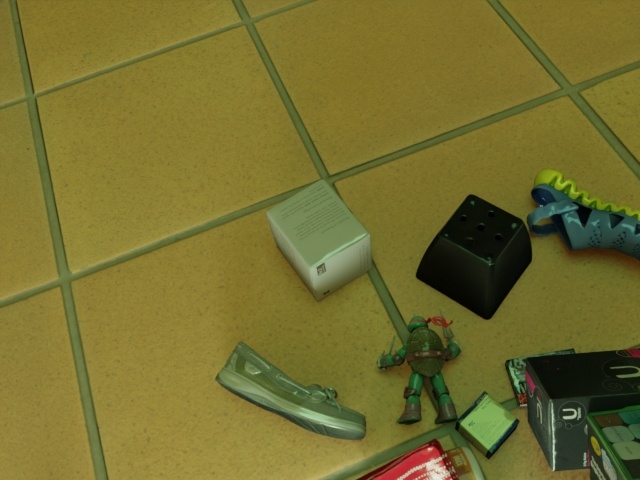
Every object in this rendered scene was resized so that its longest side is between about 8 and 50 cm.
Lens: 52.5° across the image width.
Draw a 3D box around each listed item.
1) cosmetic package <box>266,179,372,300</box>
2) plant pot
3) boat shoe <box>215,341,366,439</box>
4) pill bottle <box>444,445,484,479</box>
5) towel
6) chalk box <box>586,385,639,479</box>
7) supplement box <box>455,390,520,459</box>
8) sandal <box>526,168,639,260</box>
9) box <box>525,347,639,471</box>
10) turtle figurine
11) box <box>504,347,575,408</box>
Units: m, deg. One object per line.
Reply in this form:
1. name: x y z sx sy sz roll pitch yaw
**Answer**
1. cosmetic package: 0.000 0.000 1.417 0.152 0.151 0.183 -32 61 -12
2. plant pot: 0.328 0.017 1.355 0.188 0.167 0.188 32 67 23
3. boat shoe: -0.052 0.295 1.266 0.321 0.118 0.103 17 66 25
4. pill bottle: 0.175 0.448 1.135 0.216 0.121 0.121 -16 58 -3
5. towel: 0.162 0.478 1.061 0.199 0.031 0.274 -28 99 0
6. chalk box: 0.522 0.362 0.978 0.179 0.288 0.180 -8 17 5
7. supplement box: 0.312 0.346 1.217 0.083 0.056 0.083 -41 63 -17
8. sandal: 0.572 -0.025 1.384 0.317 0.126 0.138 32 71 32
9. box: 0.516 0.289 1.137 0.271 0.143 0.165 -6 15 4
10. turtle figurine: 0.197 0.237 1.272 0.176 0.118 0.234 -5 64 4
11. box: 0.441 0.268 1.266 0.137 0.027 0.093 -11 59 0
